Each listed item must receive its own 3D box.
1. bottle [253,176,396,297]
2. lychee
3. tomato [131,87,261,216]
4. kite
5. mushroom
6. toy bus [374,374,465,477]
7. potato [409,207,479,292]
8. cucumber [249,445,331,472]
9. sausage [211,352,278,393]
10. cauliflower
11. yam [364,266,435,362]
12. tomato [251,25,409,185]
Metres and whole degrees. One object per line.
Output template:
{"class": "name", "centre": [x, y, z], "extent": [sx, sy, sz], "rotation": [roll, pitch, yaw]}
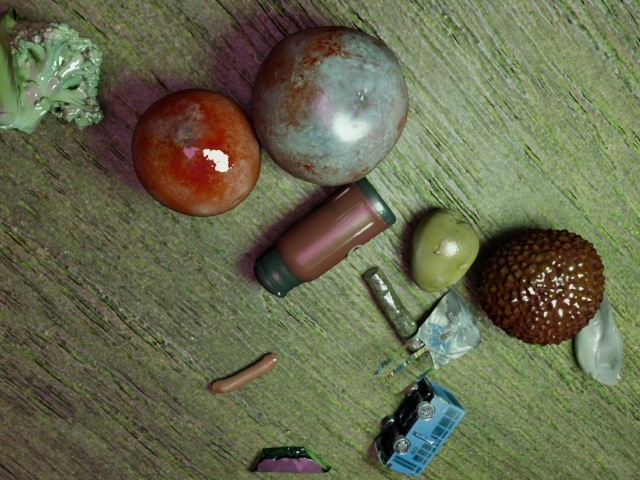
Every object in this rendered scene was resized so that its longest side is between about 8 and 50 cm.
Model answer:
{"class": "bottle", "centre": [0.000, 0.000, 1.168], "extent": [0.336, 0.144, 0.144], "rotation": [-38, 104, 5]}
{"class": "lychee", "centre": [0.500, 0.100, 1.178], "extent": [0.276, 0.304, 0.275], "rotation": [-2, 73, 6]}
{"class": "tomato", "centre": [-0.248, -0.179, 1.051], "extent": [0.265, 0.265, 0.264], "rotation": [-1, 104, -4]}
{"class": "kite", "centre": [0.275, 0.274, 1.273], "extent": [0.310, 0.015, 0.169], "rotation": [-39, 104, -17]}
{"class": "mushroom", "centre": [0.694, 0.218, 1.311], "extent": [0.109, 0.097, 0.351], "rotation": [-18, 101, -3]}
{"class": "toy bus", "centre": [0.254, 0.486, 1.329], "extent": [0.134, 0.116, 0.234], "rotation": [31, 98, -15]}
{"class": "potato", "centre": [0.278, 0.028, 1.209], "extent": [0.157, 0.157, 0.194], "rotation": [22, 115, -10]}
{"class": "cucumber", "centre": [-0.079, 0.586, 1.367], "extent": [0.220, 0.046, 0.070], "rotation": [0, 96, -4]}
{"class": "sausage", "centre": [-0.189, 0.339, 1.294], "extent": [0.186, 0.043, 0.043], "rotation": [-28, 105, 3]}
{"class": "cauliflower", "centre": [-0.560, -0.296, 0.989], "extent": [0.257, 0.239, 0.315], "rotation": [6, 60, -4]}
{"class": "yam", "centre": [0.195, 0.187, 1.277], "extent": [0.061, 0.061, 0.274], "rotation": [-33, 104, 4]}
{"class": "tomato", "centre": [0.018, -0.267, 1.036], "extent": [0.317, 0.282, 0.316], "rotation": [-3, 99, -21]}
